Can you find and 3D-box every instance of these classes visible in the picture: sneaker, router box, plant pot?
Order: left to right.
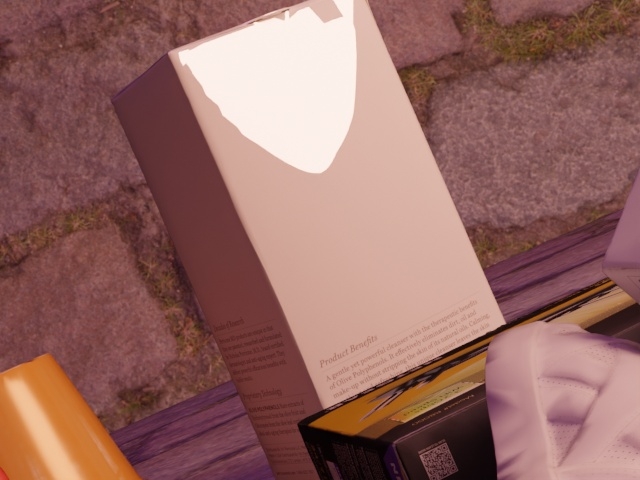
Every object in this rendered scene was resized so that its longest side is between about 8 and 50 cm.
[{"bbox_3d":[-0.238,0.200,1.081,0.205,0.188,0.205,-23,0,0],"label":"plant pot"},{"bbox_3d":[0.158,0.084,0.802,0.309,0.081,0.243,-24,0,-14],"label":"router box"},{"bbox_3d":[0.155,0.079,0.514,0.169,0.108,0.292,-22,10,9],"label":"sneaker"}]

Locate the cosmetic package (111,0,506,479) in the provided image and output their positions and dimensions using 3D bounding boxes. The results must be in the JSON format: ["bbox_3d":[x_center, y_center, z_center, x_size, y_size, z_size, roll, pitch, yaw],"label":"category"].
[{"bbox_3d":[0.000,0.000,1.115,0.197,0.365,0.155,-23,0,-29],"label":"cosmetic package"}]

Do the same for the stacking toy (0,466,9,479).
[{"bbox_3d":[-0.325,0.199,0.716,0.309,0.130,0.279,-10,35,32],"label":"stacking toy"}]

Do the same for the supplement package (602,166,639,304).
[{"bbox_3d":[0.226,-0.004,0.541,0.179,0.105,0.105,5,65,49],"label":"supplement package"}]
